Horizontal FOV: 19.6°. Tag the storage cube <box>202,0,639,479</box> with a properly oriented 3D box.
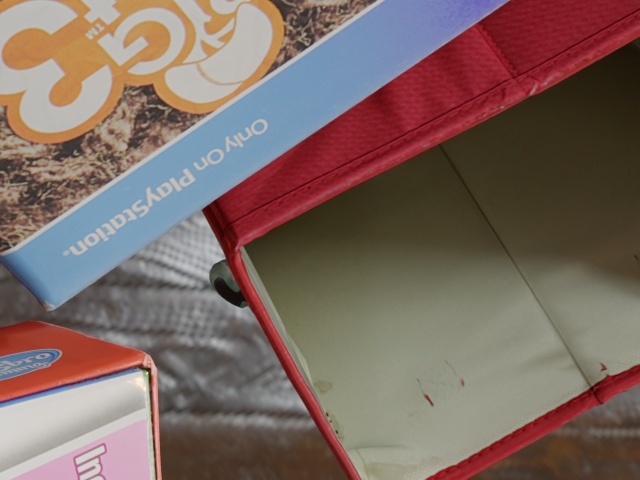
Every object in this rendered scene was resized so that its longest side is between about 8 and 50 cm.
[{"bbox_3d":[0.038,-0.059,0.615,0.183,0.193,0.215,-28,144,-2],"label":"storage cube"}]

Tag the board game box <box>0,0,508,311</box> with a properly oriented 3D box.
[{"bbox_3d":[-0.051,-0.163,0.366,0.232,0.141,0.291,-35,142,1],"label":"board game box"}]

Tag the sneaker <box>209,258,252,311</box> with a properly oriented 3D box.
[{"bbox_3d":[0.000,0.000,0.847,0.098,0.038,0.069,5,60,-3],"label":"sneaker"}]

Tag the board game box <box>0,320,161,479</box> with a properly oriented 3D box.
[{"bbox_3d":[-0.176,0.168,0.425,0.316,0.064,0.242,-12,106,-37],"label":"board game box"}]
